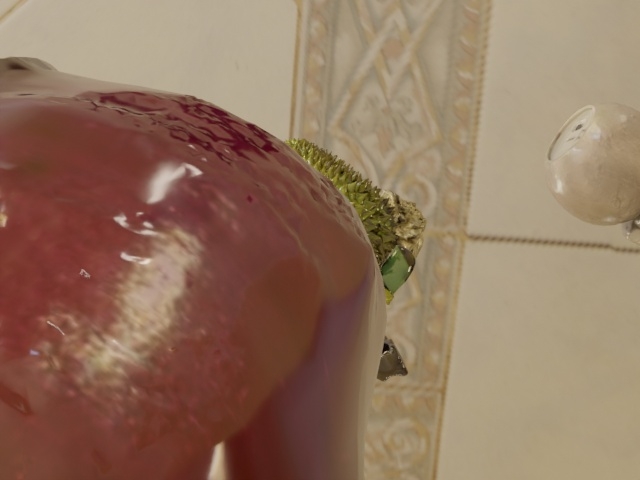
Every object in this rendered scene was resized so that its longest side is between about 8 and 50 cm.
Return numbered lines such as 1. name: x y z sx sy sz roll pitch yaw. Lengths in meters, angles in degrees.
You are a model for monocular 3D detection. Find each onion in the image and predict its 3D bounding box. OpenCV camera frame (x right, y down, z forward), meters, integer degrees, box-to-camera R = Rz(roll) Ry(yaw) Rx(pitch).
1. onion: -0.064 0.154 0.624 0.420 0.398 0.398 29 102 14

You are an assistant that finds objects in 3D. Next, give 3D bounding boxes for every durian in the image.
1. durian: -0.014 -0.005 1.450 0.146 0.159 0.198 -44 147 -18

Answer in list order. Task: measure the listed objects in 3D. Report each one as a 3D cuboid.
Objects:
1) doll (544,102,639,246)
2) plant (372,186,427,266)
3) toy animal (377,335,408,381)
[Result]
1. doll: 0.396 -0.040 1.762 0.287 0.151 0.151 36 100 -14
2. plant: 0.059 0.007 1.697 0.104 0.116 0.122 28 57 -5
3. toy animal: -0.062 0.172 1.762 0.324 0.090 0.195 -10 133 -6
